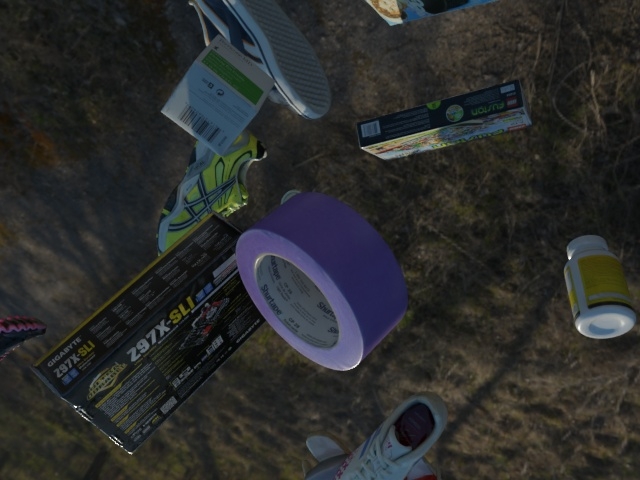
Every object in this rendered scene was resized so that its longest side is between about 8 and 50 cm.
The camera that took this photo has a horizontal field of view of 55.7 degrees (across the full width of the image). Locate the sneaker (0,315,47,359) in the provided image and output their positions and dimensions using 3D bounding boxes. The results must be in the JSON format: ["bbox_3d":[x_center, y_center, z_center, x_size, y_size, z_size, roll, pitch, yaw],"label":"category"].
[{"bbox_3d":[-0.406,0.131,0.760,0.047,0.119,0.057,16,111,52],"label":"sneaker"}]

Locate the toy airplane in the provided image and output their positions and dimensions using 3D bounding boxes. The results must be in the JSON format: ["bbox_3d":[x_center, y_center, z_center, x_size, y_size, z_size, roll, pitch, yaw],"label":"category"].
[{"bbox_3d":[0.124,0.642,1.412,0.386,0.272,0.384,20,128,19],"label":"toy airplane"}]

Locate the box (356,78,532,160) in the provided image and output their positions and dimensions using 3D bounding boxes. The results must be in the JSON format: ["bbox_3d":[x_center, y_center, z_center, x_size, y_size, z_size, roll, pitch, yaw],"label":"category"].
[{"bbox_3d":[0.164,-0.152,0.793,0.207,0.036,0.114,-11,174,24],"label":"box"}]

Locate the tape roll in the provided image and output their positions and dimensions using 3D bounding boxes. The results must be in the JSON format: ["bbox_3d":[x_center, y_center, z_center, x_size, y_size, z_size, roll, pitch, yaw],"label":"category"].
[{"bbox_3d":[-0.002,0.046,0.675,0.189,0.080,0.189,32,145,26],"label":"tape roll"}]

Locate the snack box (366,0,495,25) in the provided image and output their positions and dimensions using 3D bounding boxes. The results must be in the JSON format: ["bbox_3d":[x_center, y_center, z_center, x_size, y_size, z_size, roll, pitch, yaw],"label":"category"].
[{"bbox_3d":[0.045,-0.359,0.628,0.322,0.060,0.187,31,169,-35],"label":"snack box"}]

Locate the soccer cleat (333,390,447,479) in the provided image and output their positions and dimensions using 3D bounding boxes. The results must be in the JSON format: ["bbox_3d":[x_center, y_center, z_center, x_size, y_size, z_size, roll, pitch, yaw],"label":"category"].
[{"bbox_3d":[0.115,0.419,1.155,0.116,0.331,0.143,38,176,22],"label":"soccer cleat"}]

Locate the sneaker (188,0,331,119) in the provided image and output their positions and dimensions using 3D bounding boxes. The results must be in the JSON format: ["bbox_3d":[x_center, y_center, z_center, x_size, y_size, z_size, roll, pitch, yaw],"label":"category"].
[{"bbox_3d":[-0.109,-0.348,1.101,0.127,0.126,0.321,-23,108,43],"label":"sneaker"}]

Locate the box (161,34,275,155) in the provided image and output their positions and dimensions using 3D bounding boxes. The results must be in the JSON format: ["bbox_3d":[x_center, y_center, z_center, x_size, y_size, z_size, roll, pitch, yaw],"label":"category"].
[{"bbox_3d":[-0.135,-0.192,0.808,0.101,0.087,0.102,37,130,-16],"label":"box"}]

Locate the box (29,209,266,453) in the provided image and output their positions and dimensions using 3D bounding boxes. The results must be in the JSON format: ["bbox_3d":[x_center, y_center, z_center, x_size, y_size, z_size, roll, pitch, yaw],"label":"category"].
[{"bbox_3d":[-0.227,0.145,0.915,0.079,0.322,0.257,34,155,27],"label":"box"}]

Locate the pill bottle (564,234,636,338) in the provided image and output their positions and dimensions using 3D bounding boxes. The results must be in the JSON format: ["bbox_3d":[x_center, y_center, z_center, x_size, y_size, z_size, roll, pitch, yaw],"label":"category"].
[{"bbox_3d":[0.520,0.083,1.143,0.103,0.184,0.103,4,141,3],"label":"pill bottle"}]

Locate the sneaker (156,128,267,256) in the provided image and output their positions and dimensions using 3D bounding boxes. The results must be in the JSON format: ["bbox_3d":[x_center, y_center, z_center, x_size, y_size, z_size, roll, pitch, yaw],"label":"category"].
[{"bbox_3d":[-0.256,-0.090,1.402,0.147,0.145,0.385,27,103,5],"label":"sneaker"}]

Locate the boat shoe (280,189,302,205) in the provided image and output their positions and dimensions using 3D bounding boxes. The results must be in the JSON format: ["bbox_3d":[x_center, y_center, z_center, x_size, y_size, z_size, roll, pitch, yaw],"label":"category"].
[{"bbox_3d":[0.000,0.000,1.225,0.084,0.079,0.233,-37,86,13],"label":"boat shoe"}]
